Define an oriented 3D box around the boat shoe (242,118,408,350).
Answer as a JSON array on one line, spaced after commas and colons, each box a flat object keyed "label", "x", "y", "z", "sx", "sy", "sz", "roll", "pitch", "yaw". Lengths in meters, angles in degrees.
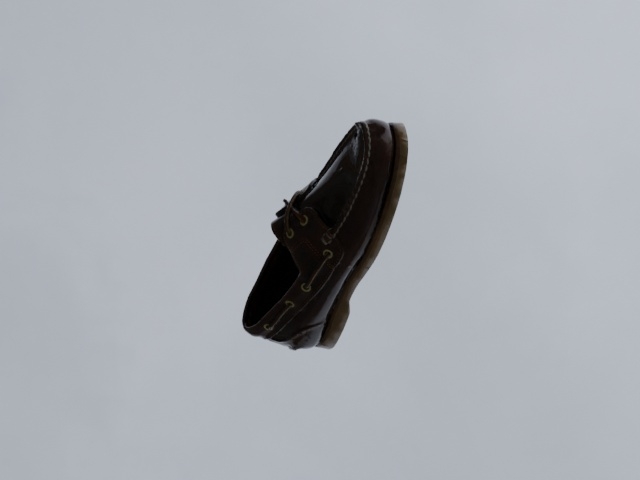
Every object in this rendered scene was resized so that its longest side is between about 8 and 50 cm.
[{"label": "boat shoe", "x": 0.000, "y": 0.000, "z": 0.972, "sx": 0.073, "sy": 0.073, "sz": 0.207, "roll": -96, "pitch": -158, "yaw": -50}]
